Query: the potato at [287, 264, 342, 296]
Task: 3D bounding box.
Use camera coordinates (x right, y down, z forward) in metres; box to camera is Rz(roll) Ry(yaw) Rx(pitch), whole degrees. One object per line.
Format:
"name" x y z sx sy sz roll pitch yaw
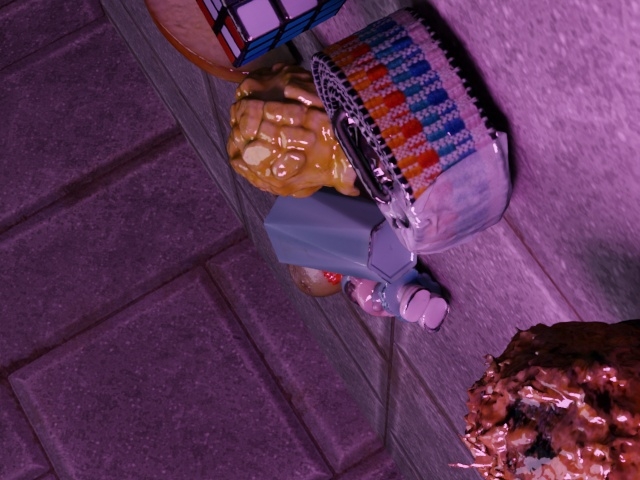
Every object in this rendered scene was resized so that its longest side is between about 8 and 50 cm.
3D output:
"potato" 0.000 0.000 2.057 0.157 0.157 0.194 43 158 59

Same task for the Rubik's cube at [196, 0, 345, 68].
"Rubik's cube" -0.069 -0.328 1.385 0.163 0.161 0.162 61 171 -5

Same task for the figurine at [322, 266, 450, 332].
"figurine" 0.108 0.072 1.796 0.138 0.110 0.245 26 180 -26

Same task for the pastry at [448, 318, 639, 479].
"pastry" 0.252 0.155 0.971 0.275 0.275 0.192 44 154 57

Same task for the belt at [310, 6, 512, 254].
"belt" 0.098 -0.110 1.218 0.257 0.150 0.207 61 175 -2

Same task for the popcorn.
"popcorn" -0.022 -0.147 1.591 0.217 0.181 0.235 20 -168 14

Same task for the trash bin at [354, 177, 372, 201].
"trash bin" 0.054 -0.090 1.831 0.092 0.043 0.061 54 169 10

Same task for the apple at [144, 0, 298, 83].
"apple" -0.170 -0.379 1.860 0.179 0.254 0.346 -41 78 38

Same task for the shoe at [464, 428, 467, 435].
"shoe" 0.286 0.292 1.593 0.093 0.108 0.241 64 167 -2

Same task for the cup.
"cup" 0.039 -0.015 1.745 0.236 0.134 0.148 12 135 51
